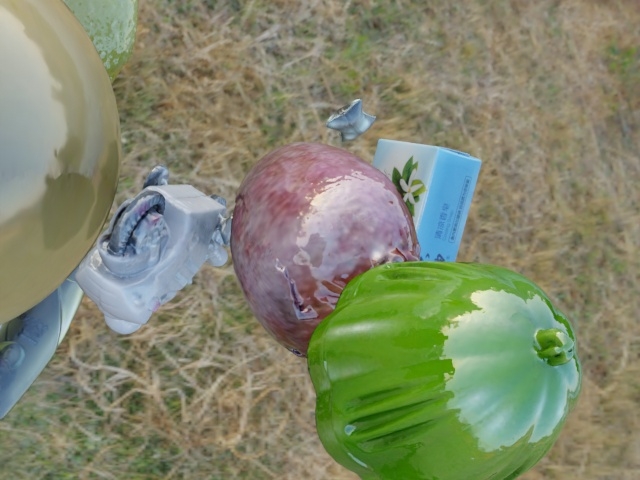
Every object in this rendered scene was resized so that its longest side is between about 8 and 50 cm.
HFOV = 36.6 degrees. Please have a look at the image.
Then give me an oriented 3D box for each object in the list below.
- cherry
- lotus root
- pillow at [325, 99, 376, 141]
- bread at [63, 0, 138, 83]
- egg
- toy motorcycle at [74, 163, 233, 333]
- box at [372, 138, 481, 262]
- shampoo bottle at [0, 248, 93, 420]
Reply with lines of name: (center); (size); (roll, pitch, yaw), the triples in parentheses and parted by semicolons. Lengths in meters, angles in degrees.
cherry: (0.000, 0.000, 0.927); (0.249, 0.175, 0.192); (65, 3, 36)
lotus root: (0.106, 0.085, 0.637); (0.186, 0.186, 0.186); (11, 74, -40)
pillow: (0.067, -0.259, 2.105); (0.136, 0.091, 0.055); (31, 51, -72)
bread: (-0.278, -0.215, 0.841); (0.148, 0.270, 0.269); (3, 79, -49)
egg: (-0.199, -0.050, 0.437); (0.244, 0.201, 0.201); (33, 46, -86)
toy motorcycle: (-0.171, 0.019, 0.985); (0.171, 0.110, 0.260); (-59, 171, 8)
box: (0.119, -0.015, 1.313); (0.083, 0.142, 0.232); (15, 92, -32)
shampoo bottle: (-0.528, 0.155, 1.769); (0.125, 0.084, 0.350); (35, 88, -17)
